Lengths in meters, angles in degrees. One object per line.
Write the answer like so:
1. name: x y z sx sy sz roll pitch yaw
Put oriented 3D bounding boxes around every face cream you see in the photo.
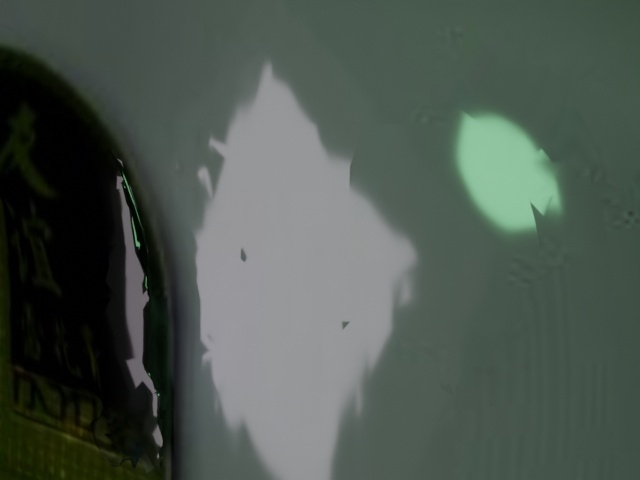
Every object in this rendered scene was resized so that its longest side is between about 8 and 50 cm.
1. face cream: 0.000 0.000 0.513 0.312 0.219 0.357 14 106 43
